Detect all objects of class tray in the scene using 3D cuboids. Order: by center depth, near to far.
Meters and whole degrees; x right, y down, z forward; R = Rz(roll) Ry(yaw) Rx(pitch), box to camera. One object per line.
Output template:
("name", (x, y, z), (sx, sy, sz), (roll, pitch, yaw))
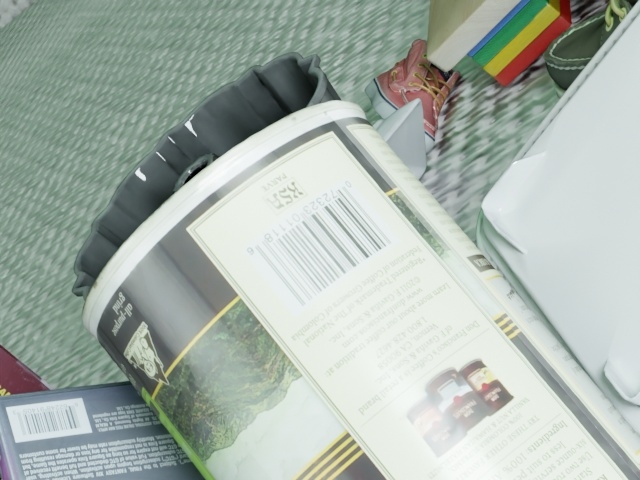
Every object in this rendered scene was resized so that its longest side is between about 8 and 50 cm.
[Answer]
("tray", (0.000, 0.000, 1.289), (0.270, 0.030, 0.145), (-51, -17, -14))

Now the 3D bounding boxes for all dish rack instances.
("dish rack", (0.229, -0.045, 0.869), (0.333, 0.072, 0.285), (-52, 39, 19))

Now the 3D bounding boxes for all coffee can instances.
("coffee can", (0.031, 0.090, 0.814), (0.201, 0.275, 0.201), (-37, -13, -10))

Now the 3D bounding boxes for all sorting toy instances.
("sorting toy", (0.220, -0.288, 1.400), (0.255, 0.089, 0.257), (-44, 20, 30))

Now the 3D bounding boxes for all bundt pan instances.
("bundt pan", (-0.084, -0.027, 1.463), (0.331, 0.124, 0.331), (-37, 24, 19))

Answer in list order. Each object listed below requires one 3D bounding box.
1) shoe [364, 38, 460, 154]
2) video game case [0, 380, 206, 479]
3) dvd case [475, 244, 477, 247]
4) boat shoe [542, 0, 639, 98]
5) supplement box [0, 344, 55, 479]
("shoe", (0.095, -0.144, 1.439), (0.081, 0.063, 0.178), (-46, 19, 9))
("video game case", (-0.062, 0.199, 0.839), (0.026, 0.196, 0.274), (-57, 46, 46))
("dvd case", (0.195, 0.008, 1.071), (0.239, 0.029, 0.179), (-38, 25, 17))
("boat shoe", (0.281, -0.175, 1.153), (0.305, 0.091, 0.109), (-8, 43, 54))
("supplement box", (-0.254, 0.178, 0.924), (0.239, 0.130, 0.073), (-52, 24, -17))
